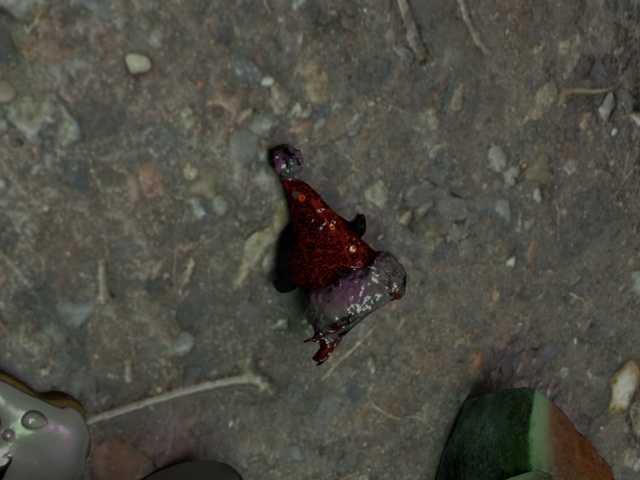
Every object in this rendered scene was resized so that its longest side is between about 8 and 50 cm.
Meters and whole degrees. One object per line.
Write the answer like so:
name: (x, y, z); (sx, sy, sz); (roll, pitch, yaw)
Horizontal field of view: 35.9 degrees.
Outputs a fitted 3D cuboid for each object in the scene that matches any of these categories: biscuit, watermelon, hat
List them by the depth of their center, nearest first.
biscuit: (-0.330, 0.213, 0.957); (0.208, 0.049, 0.181); (34, 81, -33)
hat: (-0.003, 0.001, 1.091); (0.140, 0.129, 0.227); (-30, 98, -4)
watermelon: (0.286, 0.307, 1.296); (0.257, 0.193, 0.140); (28, 54, -29)

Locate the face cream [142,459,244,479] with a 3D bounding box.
face cream: (-0.131, 0.344, 1.027); (0.177, 0.177, 0.153); (-31, 115, -22)
